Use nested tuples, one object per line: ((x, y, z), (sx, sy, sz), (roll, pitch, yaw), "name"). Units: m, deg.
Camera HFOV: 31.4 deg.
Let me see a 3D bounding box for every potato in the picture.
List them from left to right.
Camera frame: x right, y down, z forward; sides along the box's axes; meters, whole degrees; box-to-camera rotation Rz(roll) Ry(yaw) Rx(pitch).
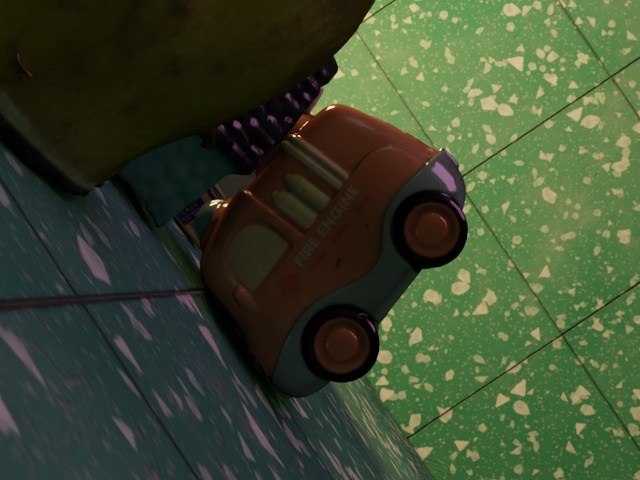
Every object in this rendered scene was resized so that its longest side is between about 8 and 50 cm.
((-0.134, -0.243, 0.698), (0.397, 0.296, 0.290), (58, -2, -25), "potato")

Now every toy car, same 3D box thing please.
((0.000, 0.000, 1.051), (0.212, 0.270, 0.180), (37, 0, 3), "toy car")

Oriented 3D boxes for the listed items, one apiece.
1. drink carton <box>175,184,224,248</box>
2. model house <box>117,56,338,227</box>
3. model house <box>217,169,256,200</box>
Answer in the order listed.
((-0.156, -0.078, 1.190), (0.165, 0.056, 0.071), (56, -2, -22), "drink carton")
((-0.135, -0.205, 0.980), (0.261, 0.241, 0.226), (55, 3, -38), "model house")
((-0.103, -0.102, 1.753), (0.271, 0.178, 0.206), (53, -2, 16), "model house")
